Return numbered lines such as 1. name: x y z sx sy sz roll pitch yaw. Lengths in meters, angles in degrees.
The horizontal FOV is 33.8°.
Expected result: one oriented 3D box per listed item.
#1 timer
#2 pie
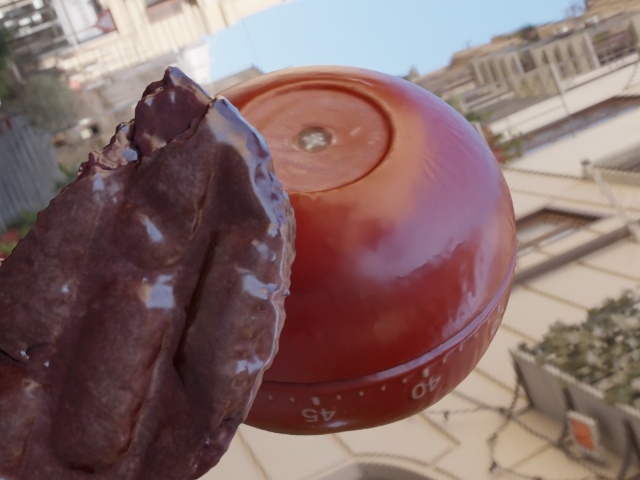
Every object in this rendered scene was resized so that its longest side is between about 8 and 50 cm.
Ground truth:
1. timer: 0.000 0.000 1.025 0.279 0.378 0.378 84 -20 -44
2. pie: -0.122 0.013 0.381 0.219 0.204 0.054 33 1 5
